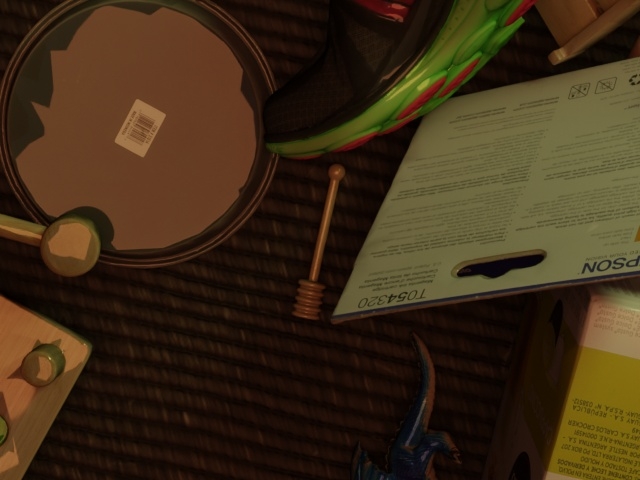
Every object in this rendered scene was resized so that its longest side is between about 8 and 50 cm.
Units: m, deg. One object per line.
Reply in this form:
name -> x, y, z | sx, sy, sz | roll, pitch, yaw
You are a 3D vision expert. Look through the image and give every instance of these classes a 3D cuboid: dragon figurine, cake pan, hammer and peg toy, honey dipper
dragon figurine -> 0.074, 0.248, 1.890 | 0.144, 0.085, 0.289 | -11, 97, 0
cake pan -> -0.184, -0.115, 1.868 | 0.293, 0.054, 0.293 | 0, 96, -1
hammer and peg toy -> -0.373, 0.102, 1.853 | 0.266, 0.127, 0.361 | 28, 95, -1
honey dipper -> 0.000, 0.000, 1.895 | 0.030, 0.030, 0.161 | 11, 92, -1

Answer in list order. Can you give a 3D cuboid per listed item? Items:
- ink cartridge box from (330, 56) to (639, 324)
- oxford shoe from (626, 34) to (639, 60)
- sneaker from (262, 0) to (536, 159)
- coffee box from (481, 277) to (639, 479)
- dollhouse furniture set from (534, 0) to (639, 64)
ink cartridge box -> 0.204, -0.036, 1.691 | 0.324, 0.330, 0.071 | -9, 128, 32
oxford shoe -> 0.445, -0.046, 1.856 | 0.397, 0.140, 0.146 | 35, 115, 0
sneaker -> 0.089, -0.254, 1.734 | 0.202, 0.185, 0.483 | 50, 128, 10
coffee box -> 0.351, 0.204, 1.745 | 0.338, 0.337, 0.334 | 13, 103, -2
dollhouse furniture set -> 0.311, -0.269, 1.755 | 0.174, 0.355, 0.303 | -22, 80, -40
